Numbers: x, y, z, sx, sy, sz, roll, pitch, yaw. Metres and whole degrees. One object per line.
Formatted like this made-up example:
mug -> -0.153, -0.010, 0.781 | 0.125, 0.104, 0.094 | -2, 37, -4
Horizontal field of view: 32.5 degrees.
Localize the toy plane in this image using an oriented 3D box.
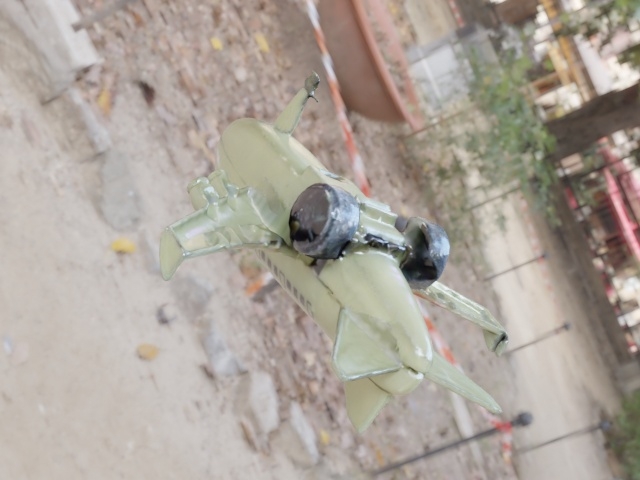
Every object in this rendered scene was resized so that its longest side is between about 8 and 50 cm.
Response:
toy plane -> 0.000, 0.000, 0.625 | 0.242, 0.104, 0.256 | 15, 36, -39
